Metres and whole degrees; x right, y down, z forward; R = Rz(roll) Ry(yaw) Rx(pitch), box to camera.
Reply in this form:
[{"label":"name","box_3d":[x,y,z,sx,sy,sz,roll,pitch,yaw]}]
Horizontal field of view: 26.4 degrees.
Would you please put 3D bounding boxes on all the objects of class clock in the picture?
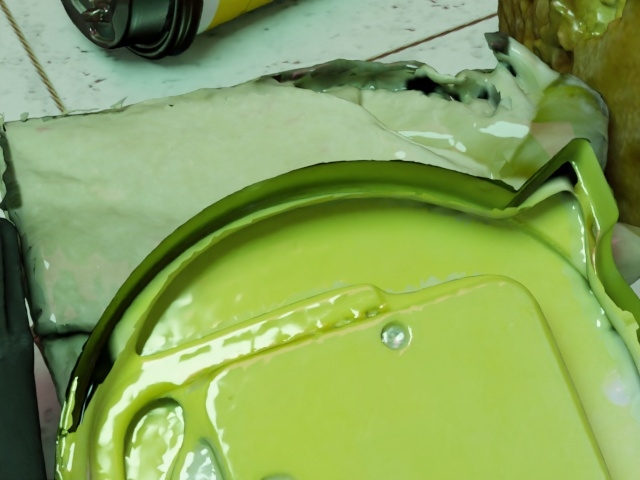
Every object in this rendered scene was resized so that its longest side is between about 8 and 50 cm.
[{"label":"clock","box_3d":[0.030,0.103,0.604,0.294,0.071,0.277,-11,75,-11]}]

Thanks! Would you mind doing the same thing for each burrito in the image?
[{"label":"burrito","box_3d":[0.001,0.003,0.734,0.332,0.135,0.190,-11,45,-8]}]

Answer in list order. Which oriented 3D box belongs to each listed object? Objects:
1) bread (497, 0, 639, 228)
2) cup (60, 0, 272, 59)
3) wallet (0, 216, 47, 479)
[{"label":"bread","box_3d":[0.226,-0.141,0.815,0.194,0.179,0.340,-8,41,-9]},{"label":"cup","box_3d":[-0.060,-0.253,0.996,0.280,0.196,0.196,-23,44,-25]},{"label":"wallet","box_3d":[-0.160,0.155,0.568,0.051,0.197,0.377,13,35,-29]}]
